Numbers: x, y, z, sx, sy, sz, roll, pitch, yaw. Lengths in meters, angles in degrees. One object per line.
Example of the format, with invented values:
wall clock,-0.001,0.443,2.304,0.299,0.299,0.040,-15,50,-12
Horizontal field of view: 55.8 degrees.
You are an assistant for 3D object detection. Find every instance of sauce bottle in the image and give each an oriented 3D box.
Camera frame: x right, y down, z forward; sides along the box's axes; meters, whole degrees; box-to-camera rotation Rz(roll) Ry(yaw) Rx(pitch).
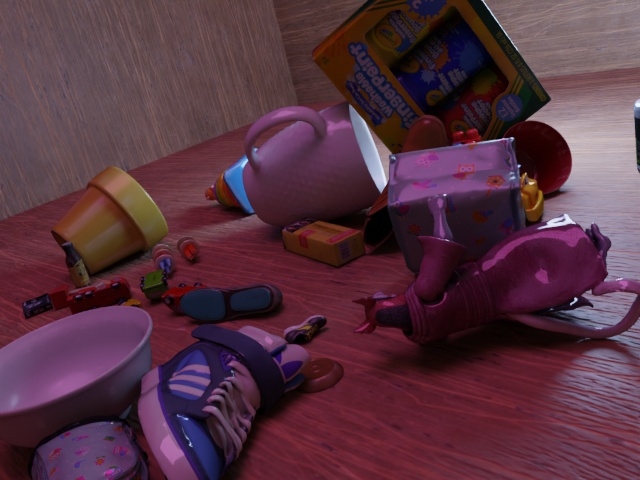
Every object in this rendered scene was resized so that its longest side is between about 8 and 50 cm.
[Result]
sauce bottle,-0.638,0.066,1.571,0.042,0.128,0.042,-12,22,5

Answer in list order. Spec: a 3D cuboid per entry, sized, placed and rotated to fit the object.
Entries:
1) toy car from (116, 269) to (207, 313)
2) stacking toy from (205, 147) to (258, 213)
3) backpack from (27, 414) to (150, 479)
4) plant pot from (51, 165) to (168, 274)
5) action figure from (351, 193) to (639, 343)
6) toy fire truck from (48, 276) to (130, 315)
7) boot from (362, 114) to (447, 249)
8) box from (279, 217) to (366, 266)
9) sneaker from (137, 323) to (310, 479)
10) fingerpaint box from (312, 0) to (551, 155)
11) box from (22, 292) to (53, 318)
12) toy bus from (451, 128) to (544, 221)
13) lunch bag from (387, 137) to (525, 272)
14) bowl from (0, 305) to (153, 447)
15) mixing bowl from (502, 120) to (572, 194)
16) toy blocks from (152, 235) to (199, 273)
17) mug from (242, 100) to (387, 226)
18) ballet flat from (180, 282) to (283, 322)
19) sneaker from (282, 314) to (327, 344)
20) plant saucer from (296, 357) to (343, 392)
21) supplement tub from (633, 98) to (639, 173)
toy car,-0.364,0.125,1.338,0.239,0.053,0.225,-16,20,-7
stacking toy,-0.287,-0.166,1.955,0.302,0.166,0.175,-9,31,49
backpack,-0.279,0.296,0.739,0.152,0.115,0.182,-22,24,-26
plant pot,-0.603,-0.040,1.695,0.239,0.254,0.254,-43,32,-27
action figure,0.227,0.094,0.902,0.370,0.248,0.276,-17,47,-9
toy fire truck,-0.558,0.130,1.466,0.192,0.047,0.135,-19,19,-13
boot,0.179,-0.126,1.341,0.109,0.283,0.220,32,34,10
box,0.000,0.000,1.410,0.087,0.058,0.232,-25,23,-27
sneaker,-0.114,0.209,0.828,0.236,0.130,0.323,-24,16,-13
fingerpaint box,0.260,-0.397,1.449,0.371,0.445,0.163,-38,20,15
box,-0.714,0.164,1.523,0.067,0.018,0.083,-22,22,-21
toy bus,0.360,-0.137,1.312,0.220,0.211,0.149,-2,22,28
lunch bag,0.247,-0.037,1.078,0.223,0.262,0.160,-7,50,16
bowl,-0.390,0.231,0.956,0.298,0.134,0.298,-13,20,5
mixing bowl,0.493,-0.185,1.447,0.181,0.181,0.098,-19,-7,-13
toy blocks,-0.369,0.041,1.561,0.123,0.054,0.148,-20,21,-14
mug,-0.042,-0.199,1.543,0.328,0.374,0.276,-20,55,15
ballet flat,-0.176,0.125,1.214,0.213,0.072,0.068,-7,-6,19
sneaker,-0.023,0.160,1.053,0.083,0.031,0.035,-25,36,-15
plant saucer,-0.006,0.204,0.936,0.083,0.015,0.083,-13,20,5
supplement tub,0.726,-0.207,1.268,0.117,0.190,0.117,-12,21,5
